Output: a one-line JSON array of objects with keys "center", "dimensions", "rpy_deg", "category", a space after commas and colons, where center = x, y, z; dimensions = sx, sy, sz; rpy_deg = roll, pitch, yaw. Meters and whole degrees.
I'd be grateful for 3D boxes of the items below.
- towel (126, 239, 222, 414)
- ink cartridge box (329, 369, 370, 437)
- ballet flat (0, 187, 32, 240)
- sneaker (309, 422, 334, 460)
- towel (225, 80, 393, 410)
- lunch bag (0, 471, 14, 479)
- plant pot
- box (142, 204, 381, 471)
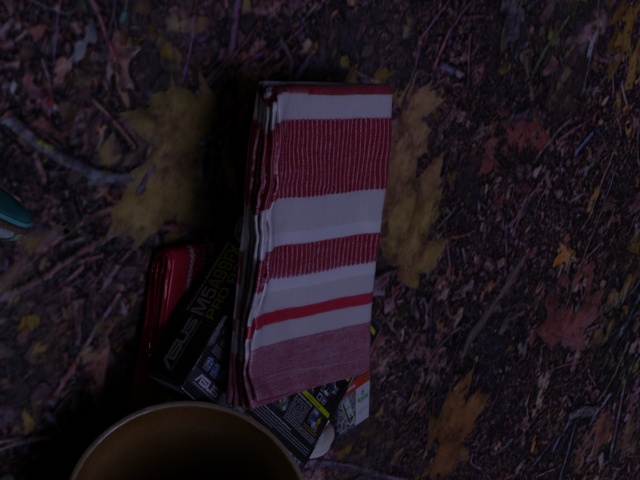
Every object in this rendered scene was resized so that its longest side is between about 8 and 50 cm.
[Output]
[{"center": [-0.095, 0.087, 1.328], "dimensions": [0.275, 0.031, 0.198], "rpy_deg": [-9, 115, -51], "category": "towel"}, {"center": [0.034, 0.191, 1.552], "dimensions": [0.063, 0.029, 0.115], "rpy_deg": [-28, 131, -40], "category": "ink cartridge box"}, {"center": [-0.324, -0.046, 0.933], "dimensions": [0.079, 0.077, 0.221], "rpy_deg": [-44, 138, 3], "category": "ballet flat"}, {"center": [-0.031, 0.224, 1.464], "dimensions": [0.161, 0.057, 0.075], "rpy_deg": [0, 116, -49], "category": "sneaker"}, {"center": [0.000, 0.000, 1.254], "dimensions": [0.237, 0.037, 0.328], "rpy_deg": [-10, 109, -55], "category": "towel"}, {"center": [-0.370, 0.350, 1.002], "dimensions": [0.235, 0.169, 0.287], "rpy_deg": [-21, 160, -50], "category": "lunch bag"}, {"center": [-0.142, 0.320, 1.236], "dimensions": [0.237, 0.237, 0.254], "rpy_deg": [-45, 167, -26], "category": "plant pot"}, {"center": [-0.053, 0.117, 1.313], "dimensions": [0.216, 0.060, 0.270], "rpy_deg": [-60, 143, -17], "category": "box"}]
